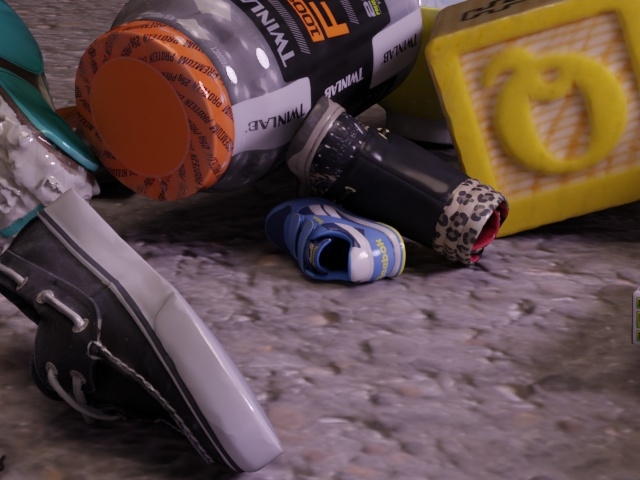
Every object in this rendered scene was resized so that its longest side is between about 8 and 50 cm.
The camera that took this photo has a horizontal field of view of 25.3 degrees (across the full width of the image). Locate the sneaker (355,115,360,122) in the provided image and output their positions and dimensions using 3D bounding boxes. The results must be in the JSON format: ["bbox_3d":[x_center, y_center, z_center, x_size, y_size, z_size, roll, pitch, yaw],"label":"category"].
[{"bbox_3d":[-0.046,-0.163,1.591,0.146,0.122,0.330,5,22,-18],"label":"sneaker"}]

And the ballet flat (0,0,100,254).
[{"bbox_3d":[-0.323,-0.125,1.321,0.147,0.147,0.409,-7,33,-21],"label":"ballet flat"}]

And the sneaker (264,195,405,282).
[{"bbox_3d":[0.000,0.000,1.164,0.144,0.053,0.059,15,26,42],"label":"sneaker"}]

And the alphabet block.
[{"bbox_3d":[0.214,-0.135,1.294,0.193,0.192,0.197,-17,15,13],"label":"alphabet block"}]

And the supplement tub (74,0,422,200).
[{"bbox_3d":[-0.061,-0.164,1.284,0.194,0.193,0.316,11,31,32],"label":"supplement tub"}]

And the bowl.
[{"bbox_3d":[0.136,-0.193,1.569,0.290,0.156,0.289,6,16,-2],"label":"bowl"}]

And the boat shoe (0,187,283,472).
[{"bbox_3d":[-0.130,0.068,0.894,0.102,0.108,0.301,-39,43,-10],"label":"boat shoe"}]

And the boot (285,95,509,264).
[{"bbox_3d":[0.071,-0.036,1.233,0.179,0.085,0.236,29,-3,12],"label":"boot"}]

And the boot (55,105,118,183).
[{"bbox_3d":[-0.291,-0.108,1.504,0.281,0.096,0.264,-3,24,17],"label":"boot"}]

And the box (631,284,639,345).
[{"bbox_3d":[0.288,0.039,0.995,0.114,0.036,0.207,1,7,19],"label":"box"}]
